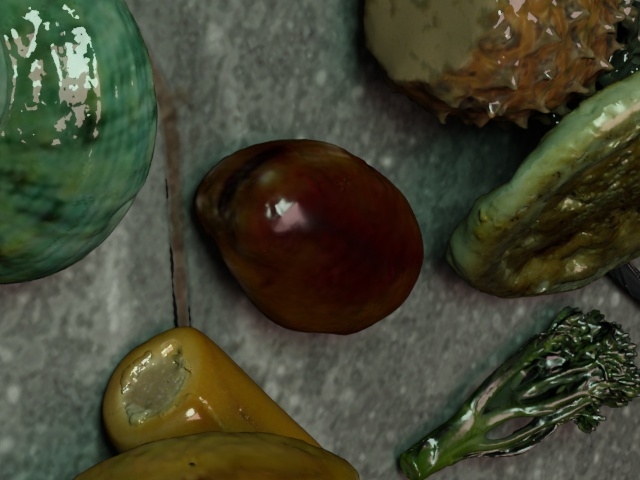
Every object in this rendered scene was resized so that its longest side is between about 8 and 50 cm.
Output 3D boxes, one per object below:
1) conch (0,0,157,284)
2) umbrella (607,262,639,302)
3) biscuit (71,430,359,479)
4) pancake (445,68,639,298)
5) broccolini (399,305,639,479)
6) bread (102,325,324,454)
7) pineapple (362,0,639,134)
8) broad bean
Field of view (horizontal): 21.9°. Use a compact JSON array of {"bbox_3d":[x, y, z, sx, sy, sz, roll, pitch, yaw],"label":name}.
[{"bbox_3d":[-0.165,-0.066,0.837,0.176,0.122,0.188,-45,125,8],"label":"conch"},{"bbox_3d":[0.273,0.052,1.271,0.269,0.044,0.044,41,44,-38],"label":"umbrella"},{"bbox_3d":[-0.096,0.224,0.948,0.213,0.091,0.274,15,114,-23],"label":"biscuit"},{"bbox_3d":[0.196,-0.035,1.094,0.254,0.037,0.253,-25,155,-12],"label":"pancake"},{"bbox_3d":[0.137,0.112,1.180,0.203,0.068,0.091,-21,101,-17],"label":"broccolini"},{"bbox_3d":[-0.038,0.152,1.022,0.092,0.074,0.239,-50,126,-12],"label":"bread"},{"bbox_3d":[0.165,-0.143,1.084,0.310,0.141,0.170,6,72,-47],"label":"pineapple"},{"bbox_3d":[0.000,0.000,1.012,0.114,0.084,0.165,-47,134,0],"label":"broad bean"}]
